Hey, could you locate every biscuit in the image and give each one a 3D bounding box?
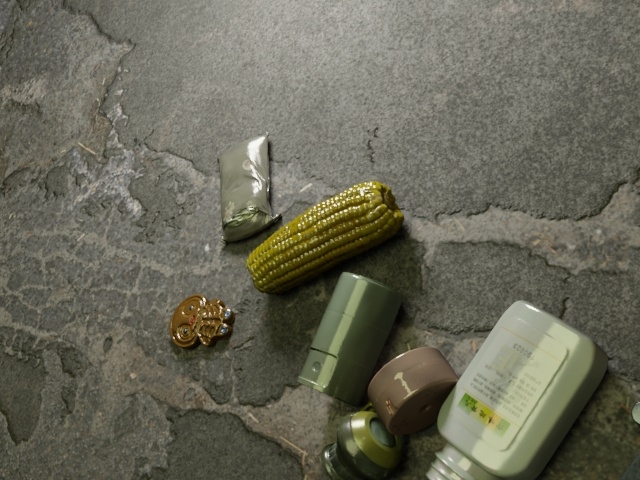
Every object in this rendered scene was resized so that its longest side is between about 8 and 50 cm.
[{"bbox_3d":[-0.264,0.177,1.828,0.175,0.026,0.124,-4,67,34],"label":"biscuit"}]

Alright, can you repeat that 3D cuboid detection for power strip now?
[{"bbox_3d":[0.161,0.254,1.412,0.154,0.154,0.078,-42,52,11],"label":"power strip"}]

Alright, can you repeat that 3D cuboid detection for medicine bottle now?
[{"bbox_3d":[0.299,0.269,1.325,0.179,0.124,0.324,32,86,42],"label":"medicine bottle"}]

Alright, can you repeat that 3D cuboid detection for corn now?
[{"bbox_3d":[0.000,0.000,1.666,0.344,0.131,0.131,-30,54,21],"label":"corn"}]

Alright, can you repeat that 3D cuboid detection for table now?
[{"bbox_3d":[0.055,0.182,1.536,0.126,0.126,0.220,15,78,39],"label":"table"}]

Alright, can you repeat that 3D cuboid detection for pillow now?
[{"bbox_3d":[-0.177,-0.121,1.894,0.169,0.059,0.255,-24,57,27],"label":"pillow"}]

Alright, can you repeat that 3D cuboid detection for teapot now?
[{"bbox_3d":[0.073,0.355,1.455,0.119,0.130,0.165,-47,15,27],"label":"teapot"}]

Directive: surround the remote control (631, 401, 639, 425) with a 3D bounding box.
[{"bbox_3d":[0.537,0.245,1.231,0.152,0.027,0.043,-17,53,26],"label":"remote control"}]

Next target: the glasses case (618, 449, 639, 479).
[{"bbox_3d":[0.455,0.415,1.173,0.131,0.074,0.323,32,88,42],"label":"glasses case"}]
